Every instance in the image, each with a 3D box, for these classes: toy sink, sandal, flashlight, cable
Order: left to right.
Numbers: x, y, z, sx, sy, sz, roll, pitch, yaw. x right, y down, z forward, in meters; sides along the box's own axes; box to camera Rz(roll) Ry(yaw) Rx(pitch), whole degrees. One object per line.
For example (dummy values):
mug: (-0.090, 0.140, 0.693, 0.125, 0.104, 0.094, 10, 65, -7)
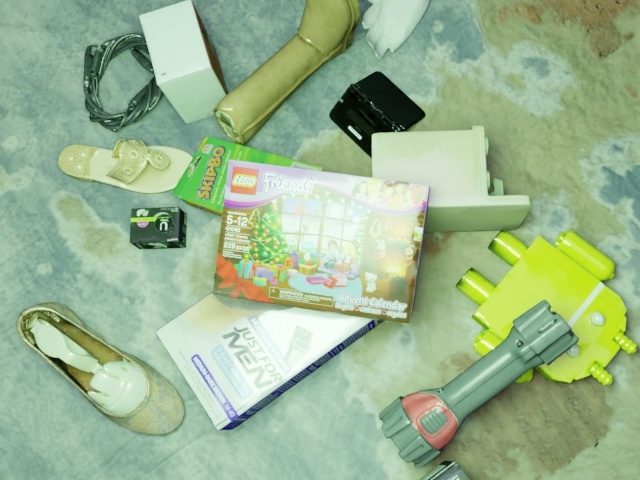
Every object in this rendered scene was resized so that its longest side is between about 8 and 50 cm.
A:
sandal: (-0.341, -0.135, 1.261, 0.240, 0.079, 0.088, 4, 77, 6)
cable: (-0.349, -0.278, 1.319, 0.151, 0.047, 0.184, -3, 74, 0)
toy sink: (0.199, -0.094, 1.163, 0.234, 0.153, 0.131, -1, 76, 6)
flashlight: (0.230, 0.206, 1.083, 0.304, 0.103, 0.103, -40, 42, 9)

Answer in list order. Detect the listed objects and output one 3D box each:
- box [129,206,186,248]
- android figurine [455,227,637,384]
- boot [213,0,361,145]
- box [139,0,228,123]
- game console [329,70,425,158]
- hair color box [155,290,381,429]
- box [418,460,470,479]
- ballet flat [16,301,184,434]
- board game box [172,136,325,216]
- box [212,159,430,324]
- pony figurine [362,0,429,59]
box: (-0.272, -0.020, 1.242, 0.083, 0.052, 0.062, -2, 76, 4)
android figurine: (0.355, 0.109, 1.151, 0.273, 0.056, 0.248, 41, 84, 14)
boot: (-0.058, -0.288, 1.195, 0.269, 0.236, 0.089, -43, 75, -9)
box: (-0.221, -0.295, 1.240, 0.091, 0.170, 0.130, -17, 77, 1)
game console: (0.097, -0.216, 1.273, 0.122, 0.071, 0.107, 46, 115, 14)
hair color box: (-0.062, 0.125, 1.160, 0.339, 0.110, 0.185, -35, 75, -5)
box: (0.121, 0.550, 1.018, 0.395, 0.097, 0.318, -34, 77, -11)
ballet flat: (-0.359, 0.205, 1.169, 0.316, 0.106, 0.107, 31, 82, 11)
board game box: (-0.122, -0.091, 1.208, 0.260, 0.039, 0.124, 20, 74, 32)
box: (0.000, 0.000, 1.072, 0.294, 0.057, 0.200, 8, 93, 9)
pony figurine: (0.126, -0.536, 1.238, 0.351, 0.302, 0.363, -42, 61, -14)
